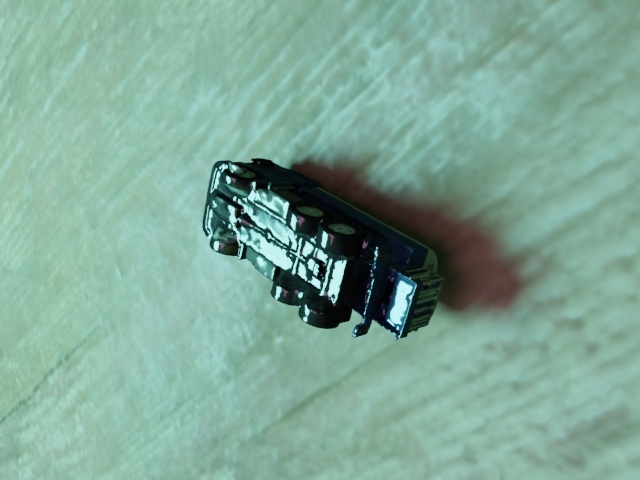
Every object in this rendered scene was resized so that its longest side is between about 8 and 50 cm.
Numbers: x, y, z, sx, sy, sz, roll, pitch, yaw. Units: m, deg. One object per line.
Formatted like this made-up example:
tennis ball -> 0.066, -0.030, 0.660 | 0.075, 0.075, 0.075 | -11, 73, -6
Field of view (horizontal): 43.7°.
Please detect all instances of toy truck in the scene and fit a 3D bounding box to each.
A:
toy truck -> 0.000, 0.000, 0.581 | 0.201, 0.088, 0.074 | 32, 120, 39
